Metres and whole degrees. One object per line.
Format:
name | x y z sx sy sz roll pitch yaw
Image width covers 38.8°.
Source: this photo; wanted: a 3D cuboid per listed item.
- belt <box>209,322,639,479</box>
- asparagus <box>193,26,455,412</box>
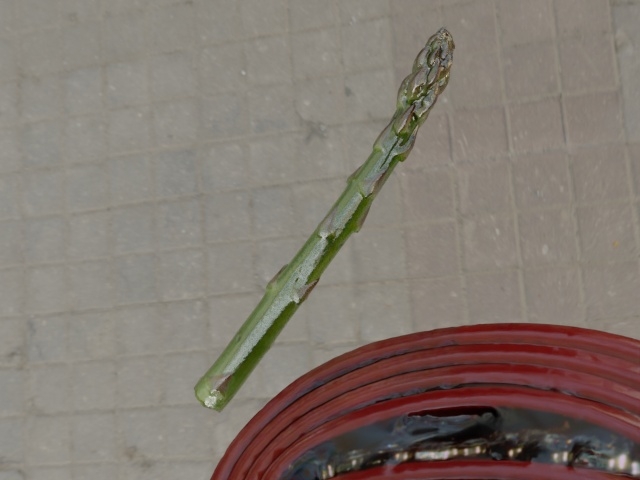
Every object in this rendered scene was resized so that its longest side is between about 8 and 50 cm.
belt | 0.095 0.160 0.413 0.324 0.115 0.227 -1 54 35
asparagus | 0.000 0.000 0.470 0.024 0.025 0.248 45 116 22
